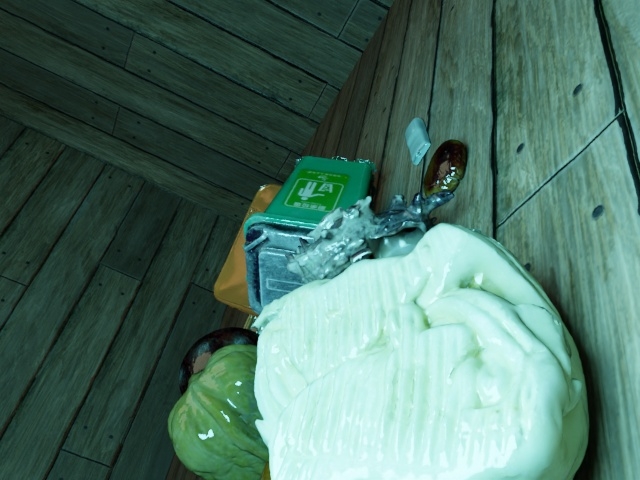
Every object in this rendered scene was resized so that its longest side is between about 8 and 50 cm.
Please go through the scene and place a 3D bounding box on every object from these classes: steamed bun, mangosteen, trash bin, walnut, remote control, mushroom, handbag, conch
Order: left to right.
[{"bbox_3d":[-0.240,0.378,1.708,0.288,0.288,0.288,-60,13,23],"label":"mangosteen"},{"bbox_3d":[-0.179,0.387,1.384,0.282,0.277,0.253,-39,26,16],"label":"walnut"},{"bbox_3d":[-0.122,0.037,1.888,0.303,0.116,0.410,15,75,34],"label":"handbag"},{"bbox_3d":[0.000,0.000,1.404,0.381,0.259,0.295,-68,-17,-50],"label":"trash bin"},{"bbox_3d":[0.078,0.002,1.046,0.240,0.313,0.186,18,-112,-64],"label":"conch"},{"bbox_3d":[0.223,-0.235,1.468,0.162,0.029,0.061,-87,23,-60],"label":"remote control"},{"bbox_3d":[0.109,0.170,0.671,0.347,0.237,0.394,-52,36,-12],"label":"steamed bun"},{"bbox_3d":[0.230,-0.133,1.180,0.123,0.052,0.123,-157,90,-82],"label":"mushroom"}]

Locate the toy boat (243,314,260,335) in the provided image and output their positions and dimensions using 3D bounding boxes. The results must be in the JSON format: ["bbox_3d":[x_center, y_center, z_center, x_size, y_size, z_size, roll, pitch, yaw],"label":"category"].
[{"bbox_3d":[-0.204,0.308,1.974,0.445,0.136,0.162,-68,20,-8],"label":"toy boat"}]

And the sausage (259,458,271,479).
[{"bbox_3d":[-0.108,0.559,1.189,0.103,0.076,0.302,-41,27,60],"label":"sausage"}]
